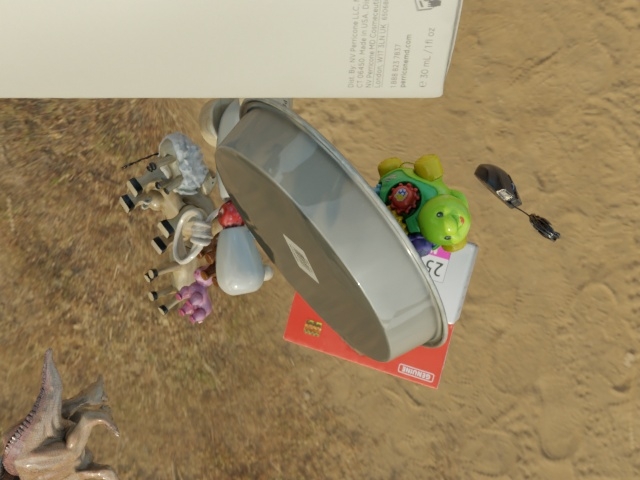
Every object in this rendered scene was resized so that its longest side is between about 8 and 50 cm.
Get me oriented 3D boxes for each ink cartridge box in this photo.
[{"bbox_3d":[0.082,0.083,1.407,0.275,0.060,0.239,16,95,15],"label":"ink cartridge box"}]

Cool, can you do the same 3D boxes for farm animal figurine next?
[{"bbox_3d":[-0.230,-0.025,1.657,0.172,0.330,0.327,-33,98,-34],"label":"farm animal figurine"}]

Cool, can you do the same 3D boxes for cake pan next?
[{"bbox_3d":[0.000,0.000,0.841,0.054,0.293,0.293,-39,105,-14],"label":"cake pan"}]

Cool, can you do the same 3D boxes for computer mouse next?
[{"bbox_3d":[0.327,-0.068,1.481,0.041,0.242,0.071,-45,128,6],"label":"computer mouse"}]

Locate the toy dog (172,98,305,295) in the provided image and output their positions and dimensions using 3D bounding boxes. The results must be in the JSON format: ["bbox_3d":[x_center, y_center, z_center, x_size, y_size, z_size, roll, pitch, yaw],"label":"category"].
[{"bbox_3d":[-0.090,-0.089,1.390,0.160,0.220,0.334,7,99,-37],"label":"toy dog"}]

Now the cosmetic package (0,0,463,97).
[{"bbox_3d":[-0.082,-0.173,0.515,0.309,0.160,0.113,-1,144,-3],"label":"cosmetic package"}]

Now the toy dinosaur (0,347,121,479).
[{"bbox_3d":[-0.356,0.274,1.148,0.200,0.127,0.296,-16,139,-17],"label":"toy dinosaur"}]

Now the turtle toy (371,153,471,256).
[{"bbox_3d":[0.087,-0.023,0.804,0.066,0.130,0.095,-32,109,-31],"label":"turtle toy"}]
